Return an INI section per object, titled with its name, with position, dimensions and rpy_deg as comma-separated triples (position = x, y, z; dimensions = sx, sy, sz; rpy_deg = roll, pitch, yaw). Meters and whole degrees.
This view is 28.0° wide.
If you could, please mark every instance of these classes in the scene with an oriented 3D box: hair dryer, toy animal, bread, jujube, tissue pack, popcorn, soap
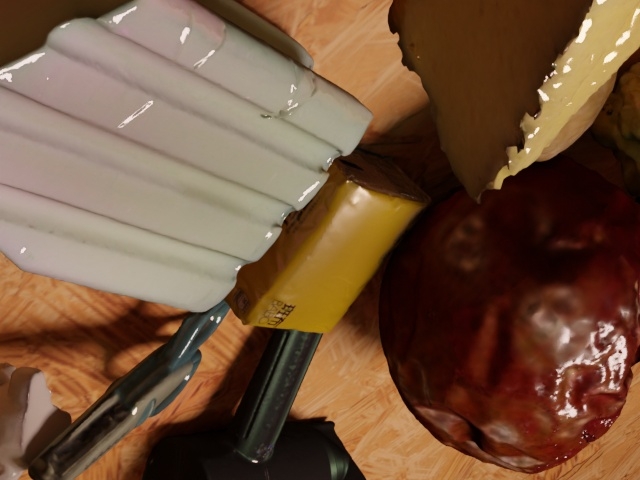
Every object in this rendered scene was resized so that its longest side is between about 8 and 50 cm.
[hair dryer]
position = -0.021, 0.171, 1.313
dimensions = 0.244, 0.116, 0.302
rpy_deg = -3, 127, -45
[toy animal]
position = -0.299, 0.127, 0.986
dimensions = 0.131, 0.182, 0.127
rpy_deg = 70, 34, -59
[bread]
position = 0.089, -0.283, 0.654
dimensions = 0.405, 0.345, 0.242
rpy_deg = -42, 155, 22
[jujube]
position = 0.193, 0.075, 1.224
dimensions = 0.276, 0.276, 0.377
rpy_deg = -35, 152, -3
[tissue pack]
position = 0.000, 0.000, 1.123
dimensions = 0.120, 0.082, 0.169
rpy_deg = 11, 125, -47
[popcorn]
position = 0.342, -0.108, 1.269
dimensions = 0.145, 0.125, 0.126
rpy_deg = 26, 136, -35
[soap]
position = -0.134, -0.077, 0.837
dimensions = 0.208, 0.115, 0.347
rpy_deg = -50, 151, 12

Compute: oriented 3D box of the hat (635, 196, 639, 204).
[hat]
position = 0.389, 0.018, 1.301
dimensions = 0.382, 0.257, 0.366
rpy_deg = -7, 132, -54

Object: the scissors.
[scissors]
position = -0.155, 0.131, 1.070
dimensions = 0.138, 0.041, 0.289
rpy_deg = -55, 172, 28

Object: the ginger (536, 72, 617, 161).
[ginger]
position = 0.172, -0.162, 1.039
dimensions = 0.138, 0.152, 0.267
rpy_deg = -5, 150, 4
